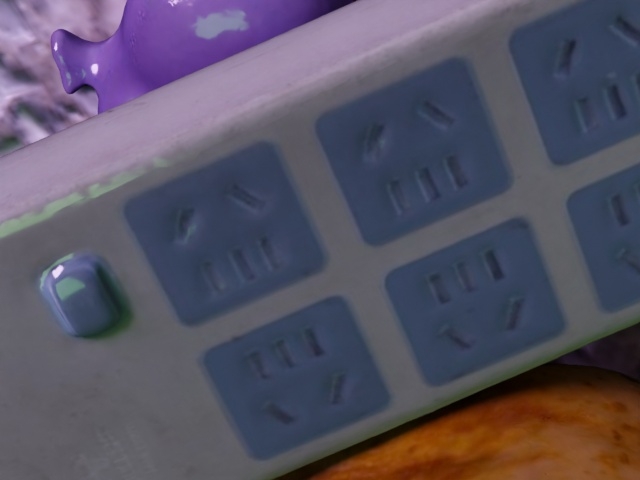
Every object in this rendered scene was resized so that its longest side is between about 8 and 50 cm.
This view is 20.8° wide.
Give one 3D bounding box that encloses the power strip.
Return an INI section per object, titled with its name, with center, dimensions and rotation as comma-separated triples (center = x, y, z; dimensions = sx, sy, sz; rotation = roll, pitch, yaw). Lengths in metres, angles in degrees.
[power strip]
center = 0.000, 0.000, 0.485
dimensions = 0.270, 0.046, 0.118
rotation = -23, 125, 2

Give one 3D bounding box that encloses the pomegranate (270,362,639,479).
[pomegranate]
center = 0.039, 0.130, 0.555
dimensions = 0.215, 0.215, 0.215
rotation = 9, 132, 10

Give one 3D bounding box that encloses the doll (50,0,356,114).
[doll]
center = -0.032, -0.021, 0.536
dimensions = 0.110, 0.067, 0.205
rotation = 9, 132, -6
